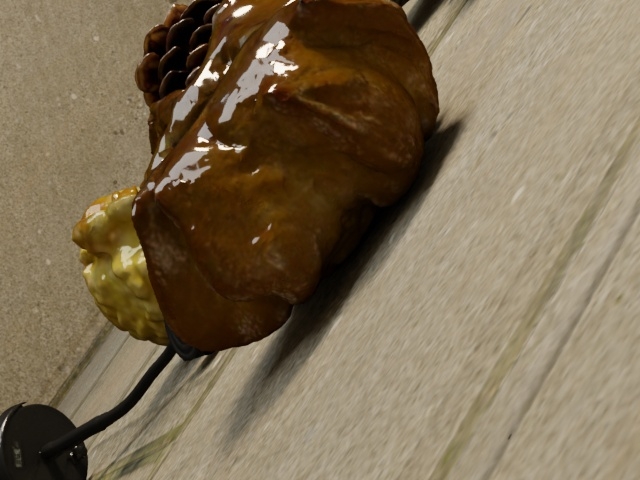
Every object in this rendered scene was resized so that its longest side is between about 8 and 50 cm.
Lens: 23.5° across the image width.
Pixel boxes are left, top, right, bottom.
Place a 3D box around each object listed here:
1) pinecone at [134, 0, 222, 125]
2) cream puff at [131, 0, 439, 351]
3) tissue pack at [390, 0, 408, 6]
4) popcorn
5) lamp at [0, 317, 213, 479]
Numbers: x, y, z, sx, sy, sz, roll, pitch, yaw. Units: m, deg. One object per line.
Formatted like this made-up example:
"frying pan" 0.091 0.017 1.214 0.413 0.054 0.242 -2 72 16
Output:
"pinecone" -0.099 -0.183 1.883 0.246 0.246 0.292 -53 24 6
"cream puff" -0.022 -0.061 0.993 0.241 0.155 0.269 -48 23 16
"tissue pack" 0.061 -0.386 1.556 0.228 0.128 0.311 -46 -29 -45
"popcorn" -0.148 0.015 1.433 0.180 0.180 0.170 -148 61 -83
"lamp" -0.206 0.152 1.398 0.108 0.130 0.371 -8 -16 -33
